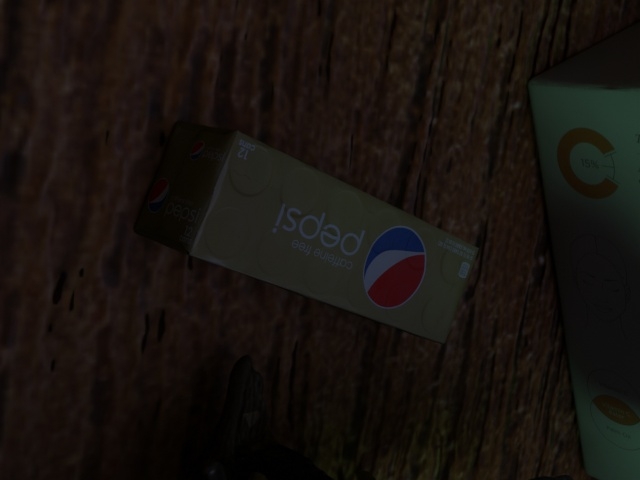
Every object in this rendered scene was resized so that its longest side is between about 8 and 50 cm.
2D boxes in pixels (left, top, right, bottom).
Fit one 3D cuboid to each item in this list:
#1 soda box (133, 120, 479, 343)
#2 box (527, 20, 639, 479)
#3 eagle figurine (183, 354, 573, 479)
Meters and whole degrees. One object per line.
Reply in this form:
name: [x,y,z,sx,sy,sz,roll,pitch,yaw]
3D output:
soda box: [0.000,0.000,0.433,0.181,0.058,0.061,23,87,-40]
box: [0.302,0.029,0.576,0.168,0.215,0.345,-30,118,-29]
eagle figurine: [0.058,0.186,0.422,0.298,0.226,0.225,30,41,-8]
